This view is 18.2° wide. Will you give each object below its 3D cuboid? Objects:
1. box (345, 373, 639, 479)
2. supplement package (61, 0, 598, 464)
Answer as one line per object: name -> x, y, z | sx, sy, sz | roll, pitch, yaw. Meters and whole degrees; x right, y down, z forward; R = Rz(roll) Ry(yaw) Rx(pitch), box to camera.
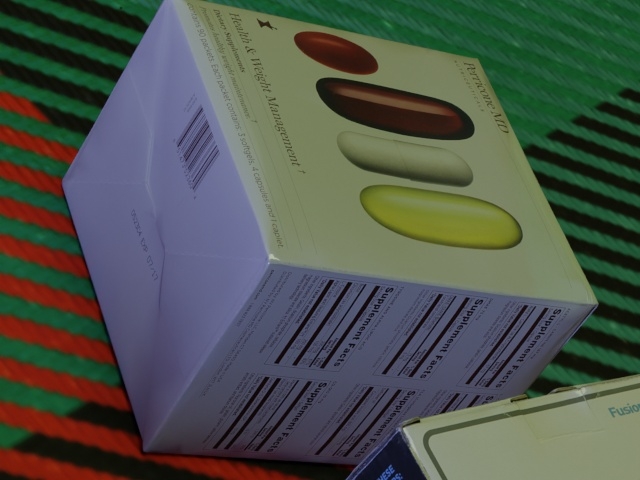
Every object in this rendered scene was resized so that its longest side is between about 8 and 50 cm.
box -> 0.136, 0.198, 0.781 | 0.169, 0.087, 0.290 | -8, 59, -41
supplement package -> 0.000, 0.000, 1.063 | 0.203, 0.149, 0.194 | 8, 43, -33
